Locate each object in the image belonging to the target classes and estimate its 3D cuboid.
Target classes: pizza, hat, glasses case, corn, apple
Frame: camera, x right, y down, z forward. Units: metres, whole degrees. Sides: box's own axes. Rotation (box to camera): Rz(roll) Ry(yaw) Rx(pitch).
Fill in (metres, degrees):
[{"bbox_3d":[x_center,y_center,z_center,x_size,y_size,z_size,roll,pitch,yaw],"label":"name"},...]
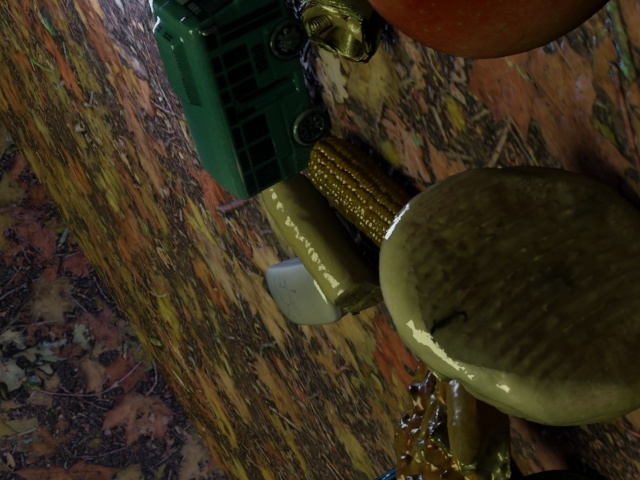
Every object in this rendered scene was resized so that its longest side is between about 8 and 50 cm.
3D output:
[{"bbox_3d":[0.133,0.155,1.405,0.258,0.087,0.268,107,171,-56],"label":"pizza"},{"bbox_3d":[0.025,-0.214,1.327,0.076,0.059,0.077,17,156,18],"label":"hat"},{"bbox_3d":[-0.019,0.067,1.888,0.092,0.059,0.233,62,164,-7],"label":"glasses case"},{"bbox_3d":[0.050,-0.047,1.496,0.207,0.068,0.068,46,157,43],"label":"corn"},{"bbox_3d":[0.110,-0.203,0.886,0.181,0.181,0.168,63,165,-5],"label":"apple"}]

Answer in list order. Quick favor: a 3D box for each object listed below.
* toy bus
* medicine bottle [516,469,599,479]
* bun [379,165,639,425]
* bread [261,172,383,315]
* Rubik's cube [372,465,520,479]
[{"bbox_3d":[-0.092,-0.186,1.560,0.128,0.147,0.256,42,155,45],"label":"toy bus"},{"bbox_3d":[0.263,0.385,1.436,0.141,0.141,0.293,34,148,57],"label":"medicine bottle"},{"bbox_3d":[0.163,0.045,1.085,0.237,0.210,0.116,41,158,16],"label":"bun"},{"bbox_3d":[0.000,0.000,1.667,0.178,0.060,0.139,56,-171,18],"label":"bread"},{"bbox_3d":[0.118,0.419,1.663,0.293,0.283,0.288,63,164,7],"label":"Rubik's cube"}]
